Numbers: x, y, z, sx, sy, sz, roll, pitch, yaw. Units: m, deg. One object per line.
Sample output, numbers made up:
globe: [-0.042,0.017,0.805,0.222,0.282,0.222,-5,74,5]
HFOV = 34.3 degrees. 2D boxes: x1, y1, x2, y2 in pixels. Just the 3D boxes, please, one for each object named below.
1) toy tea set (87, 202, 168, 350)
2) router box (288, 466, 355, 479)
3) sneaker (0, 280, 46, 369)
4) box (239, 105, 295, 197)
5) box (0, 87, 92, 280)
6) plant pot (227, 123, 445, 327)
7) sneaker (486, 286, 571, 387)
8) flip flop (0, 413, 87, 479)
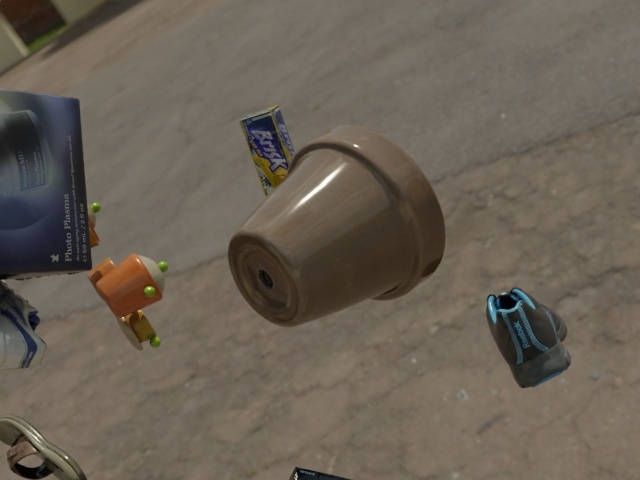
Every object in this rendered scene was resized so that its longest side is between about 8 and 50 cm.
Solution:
toy tea set: [-0.371,0.032,1.891,0.124,0.336,0.200,-33,-25,-13]
router box: [0.031,0.375,1.378,0.046,0.179,0.133,-86,15,-51]
sneaker: [-0.547,0.124,1.747,0.111,0.131,0.296,-60,38,21]
box: [-0.072,-0.128,1.678,0.059,0.168,0.054,-15,14,17]
box: [-0.532,-0.083,1.639,0.183,0.296,0.294,-7,-2,32]
plant pot: [0.000,0.000,1.425,0.229,0.263,0.263,-33,17,-35]
sneaker: [0.347,0.134,1.770,0.125,0.139,0.341,-27,6,6]
flip flop: [-0.538,0.413,1.946,0.277,0.112,0.080,25,58,36]
